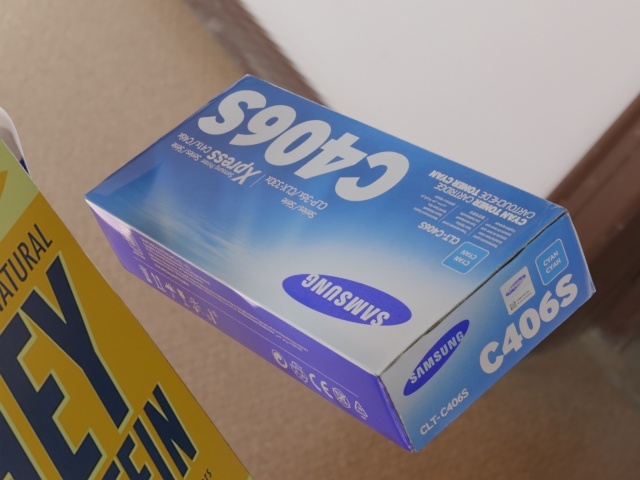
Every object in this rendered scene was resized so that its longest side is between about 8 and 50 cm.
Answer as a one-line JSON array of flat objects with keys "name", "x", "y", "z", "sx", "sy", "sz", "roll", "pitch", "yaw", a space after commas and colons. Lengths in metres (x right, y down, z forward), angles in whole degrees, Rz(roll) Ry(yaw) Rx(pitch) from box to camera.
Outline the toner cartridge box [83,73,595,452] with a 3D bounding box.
[{"name": "toner cartridge box", "x": 0.000, "y": 0.000, "z": 1.094, "sx": 0.165, "sy": 0.075, "sz": 0.348, "roll": -40, "pitch": 39, "yaw": -19}]

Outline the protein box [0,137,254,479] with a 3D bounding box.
[{"name": "protein box", "x": -0.145, "y": 0.093, "z": 0.446, "sx": 0.200, "sy": 0.201, "sz": 0.136, "roll": 56, "pitch": 34, "yaw": -21}]

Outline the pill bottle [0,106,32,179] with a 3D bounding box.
[{"name": "pill bottle", "x": -0.217, "y": 0.014, "z": 0.861, "sx": 0.152, "sy": 0.152, "sz": 0.272, "roll": -40, "pitch": 117, "yaw": -57}]
